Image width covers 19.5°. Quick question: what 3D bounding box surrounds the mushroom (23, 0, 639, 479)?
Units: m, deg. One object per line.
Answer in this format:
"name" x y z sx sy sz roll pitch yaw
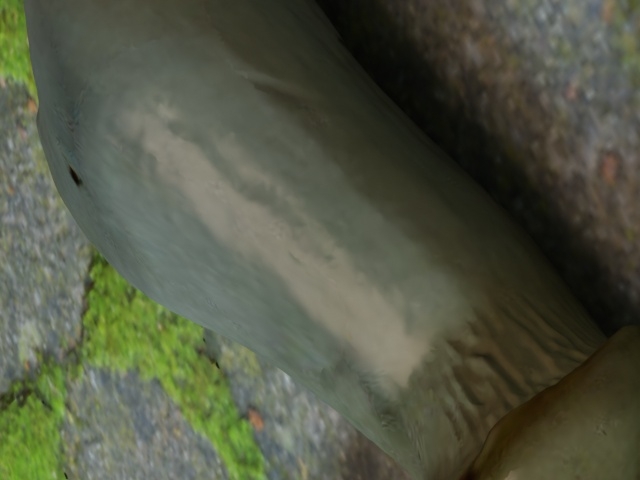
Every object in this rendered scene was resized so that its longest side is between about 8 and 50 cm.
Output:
"mushroom" 0.000 0.000 0.660 0.328 0.122 0.159 46 171 33
